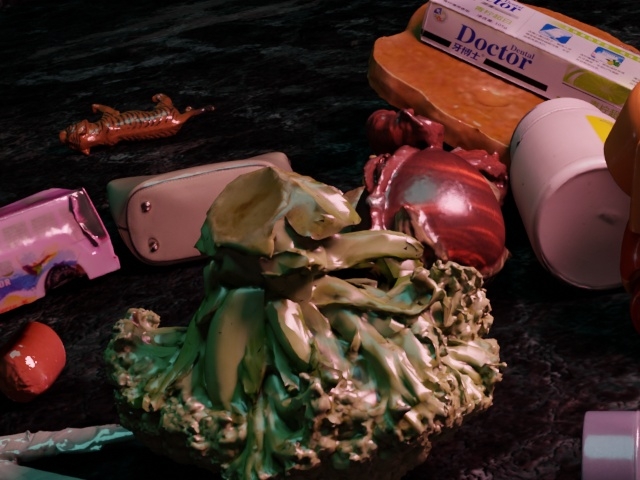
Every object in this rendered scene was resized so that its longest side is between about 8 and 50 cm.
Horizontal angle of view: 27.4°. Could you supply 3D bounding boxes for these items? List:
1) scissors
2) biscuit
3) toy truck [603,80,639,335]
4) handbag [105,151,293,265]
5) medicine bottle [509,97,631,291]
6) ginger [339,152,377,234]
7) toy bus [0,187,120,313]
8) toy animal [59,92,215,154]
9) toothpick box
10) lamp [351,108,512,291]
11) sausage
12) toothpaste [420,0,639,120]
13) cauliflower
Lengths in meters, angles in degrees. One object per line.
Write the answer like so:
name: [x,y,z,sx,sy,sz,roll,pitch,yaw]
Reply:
scissors: [-0.330,0.189,1.112,0.383,0.029,0.256,0,23,16]
biscuit: [0.270,-0.188,1.659,0.385,0.062,0.365,30,41,19]
toy truck: [0.374,-0.030,1.133,0.265,0.239,0.189,9,27,36]
handbag: [-0.147,-0.068,1.608,0.241,0.109,0.315,-9,18,-6]
medicine bottle: [0.272,-0.058,1.374,0.143,0.143,0.258,-7,21,2]
ginger: [0.084,-0.032,1.450,0.149,0.065,0.258,25,32,14]
toy bus: [-0.360,0.031,1.420,0.274,0.112,0.090,-23,17,-29]
toy animal: [-0.278,-0.177,2.002,0.241,0.056,0.099,-9,28,-7]
toothpick box: [0.254,0.164,0.871,0.153,0.101,0.101,-2,22,14]
lamp: [0.122,-0.024,1.310,0.151,0.223,0.215,3,-21,40]
sausage: [-0.274,0.116,1.239,0.059,0.054,0.094,-40,14,19]
toothpaste: [0.290,-0.222,1.604,0.336,0.067,0.081,27,42,16]
cauliflower: [-0.013,0.068,1.007,0.275,0.250,0.272,-26,26,-29]
